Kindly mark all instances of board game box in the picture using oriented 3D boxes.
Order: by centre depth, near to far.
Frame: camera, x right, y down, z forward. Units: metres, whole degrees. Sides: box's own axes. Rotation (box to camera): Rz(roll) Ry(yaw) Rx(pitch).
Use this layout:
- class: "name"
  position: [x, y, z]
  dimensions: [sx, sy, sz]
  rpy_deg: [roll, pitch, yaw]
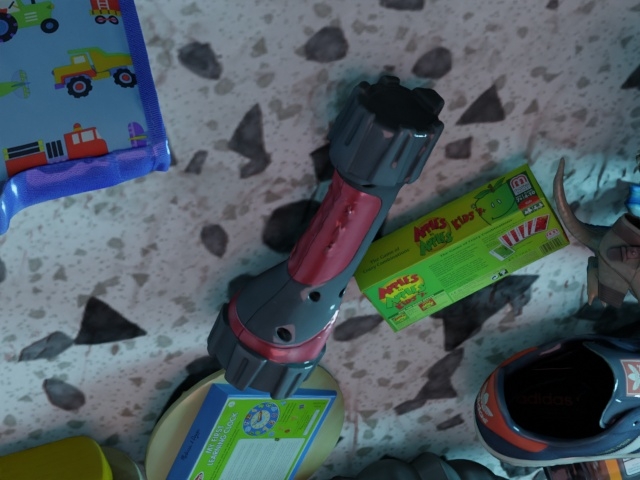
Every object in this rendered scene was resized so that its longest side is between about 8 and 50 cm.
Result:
- class: "board game box"
  position: [0.125, 0.008, 1.666]
  dimensions: [0.181, 0.043, 0.092]
  rpy_deg: [-28, 145, 8]

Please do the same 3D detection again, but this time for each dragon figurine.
- class: "dragon figurine"
  position: [0.292, 0.009, 1.704]
  dimensions: [0.289, 0.144, 0.085]
  rpy_deg: [37, 117, -20]

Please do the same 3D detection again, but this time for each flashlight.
- class: "flashlight"
  position: [0.000, 0.000, 1.587]
  dimensions: [0.103, 0.103, 0.304]
  rpy_deg: [18, 126, -13]

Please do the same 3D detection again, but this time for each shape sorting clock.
- class: "shape sorting clock"
  position: [-0.073, 0.190, 1.785]
  dimensions: [0.206, 0.040, 0.206]
  rpy_deg: [-19, 136, -19]

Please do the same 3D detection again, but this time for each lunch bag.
- class: "lunch bag"
  position: [-0.231, -0.118, 1.251]
  dimensions: [0.220, 0.293, 0.138]
  rpy_deg: [-11, 135, -7]

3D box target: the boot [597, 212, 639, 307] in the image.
- class: "boot"
  position: [0.296, 0.026, 1.603]
  dimensions: [0.118, 0.042, 0.087]
  rpy_deg: [16, 118, -2]

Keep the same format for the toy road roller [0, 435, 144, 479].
- class: "toy road roller"
  position: [-0.297, 0.355, 1.732]
  dimensions: [0.329, 0.241, 0.202]
  rpy_deg: [-18, 136, -1]

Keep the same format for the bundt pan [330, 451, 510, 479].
- class: "bundt pan"
  position: [0.086, 0.343, 1.936]
  dimensions: [0.330, 0.124, 0.331]
  rpy_deg: [-9, 134, -10]

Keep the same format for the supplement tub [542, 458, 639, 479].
- class: "supplement tub"
  position: [0.319, 0.196, 1.884]
  dimensions: [0.197, 0.106, 0.106]
  rpy_deg: [-19, 136, 1]

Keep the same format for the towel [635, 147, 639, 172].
- class: "towel"
  position: [0.411, -0.091, 1.587]
  dimensions: [0.324, 0.056, 0.312]
  rpy_deg: [-49, 133, -12]

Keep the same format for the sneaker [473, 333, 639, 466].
- class: "sneaker"
  position: [0.319, 0.141, 1.767]
  dimensions: [0.350, 0.131, 0.148]
  rpy_deg: [-13, 159, 3]
